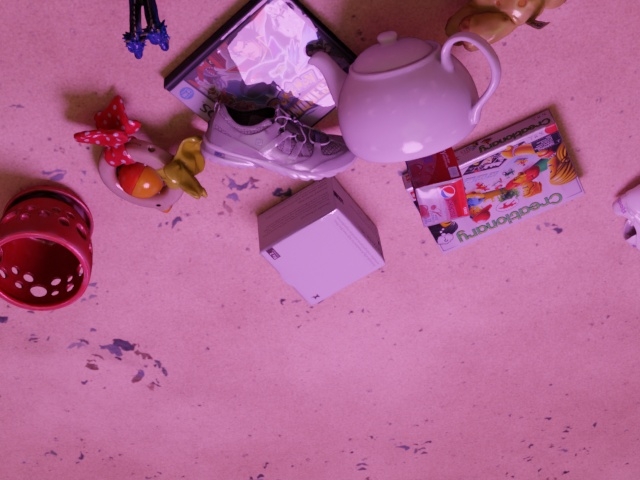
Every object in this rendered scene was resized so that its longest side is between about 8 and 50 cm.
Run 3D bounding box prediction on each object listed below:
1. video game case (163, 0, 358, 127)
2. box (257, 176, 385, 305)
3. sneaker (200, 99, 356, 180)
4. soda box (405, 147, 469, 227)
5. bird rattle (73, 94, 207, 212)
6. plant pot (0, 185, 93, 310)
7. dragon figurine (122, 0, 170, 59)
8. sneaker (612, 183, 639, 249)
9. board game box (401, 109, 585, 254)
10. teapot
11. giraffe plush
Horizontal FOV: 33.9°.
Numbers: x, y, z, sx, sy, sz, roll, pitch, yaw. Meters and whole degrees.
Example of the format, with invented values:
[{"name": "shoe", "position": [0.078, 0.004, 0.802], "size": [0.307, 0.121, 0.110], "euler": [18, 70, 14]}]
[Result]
[{"name": "video game case", "position": [-0.091, -0.283, 1.840], "size": [0.275, 0.035, 0.248], "euler": [-37, 124, 22]}, {"name": "box", "position": [0.000, 0.000, 2.031], "size": [0.182, 0.119, 0.181], "euler": [-30, 127, 17]}, {"name": "sneaker", "position": [-0.065, -0.180, 1.839], "size": [0.281, 0.105, 0.115], "euler": [4, 123, -14]}, {"name": "soda box", "position": [0.190, -0.144, 1.840], "size": [0.083, 0.263, 0.092], "euler": [-14, 130, 5]}, {"name": "bird rattle", "position": [-0.325, -0.129, 1.888], "size": [0.253, 0.143, 0.207], "euler": [15, 143, -15]}, {"name": "plant pot", "position": [-0.514, 0.006, 1.939], "size": [0.191, 0.174, 0.191], "euler": [-4, 130, -4]}, {"name": "dragon figurine", "position": [-0.290, -0.427, 1.626], "size": [0.085, 0.144, 0.289], "euler": [-9, 130, 0]}, {"name": "sneaker", "position": [0.707, -0.018, 2.126], "size": [0.152, 0.114, 0.305], "euler": [-27, 124, 33]}, {"name": "board game box", "position": [0.334, -0.107, 2.024], "size": [0.305, 0.053, 0.193], "euler": [-24, 128, 13]}, {"name": "teapot", "position": [0.138, -0.253, 1.724], "size": [0.256, 0.252, 0.187], "euler": [-19, 115, -6]}, {"name": "giraffe plush", "position": [0.274, -0.420, 1.687], "size": [0.181, 0.210, 0.170], "euler": [-37, 112, -18]}]
